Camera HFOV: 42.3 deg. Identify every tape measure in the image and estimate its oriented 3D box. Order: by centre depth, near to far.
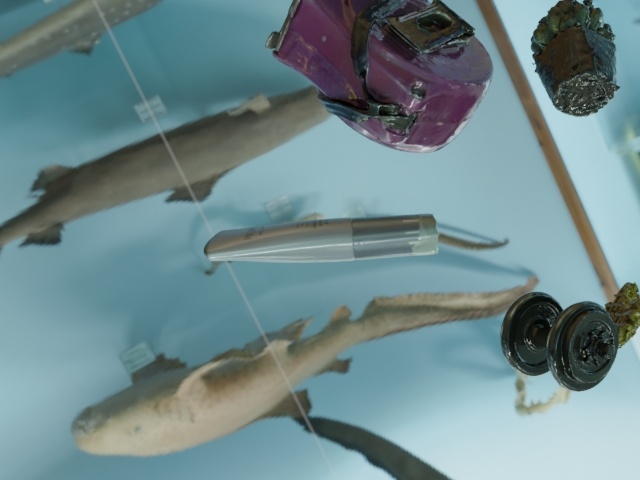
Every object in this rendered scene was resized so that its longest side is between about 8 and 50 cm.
[{"bbox_3d":[0.046,-0.112,0.527,0.125,0.118,0.074,-29,156,-46],"label":"tape measure"}]

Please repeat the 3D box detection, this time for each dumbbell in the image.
[{"bbox_3d":[0.503,0.211,1.752,0.192,0.192,0.290,-30,-162,-24],"label":"dumbbell"}]

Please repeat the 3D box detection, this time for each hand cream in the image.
[{"bbox_3d":[0.000,0.000,0.908,0.255,0.048,0.079,-2,-167,2],"label":"hand cream"}]

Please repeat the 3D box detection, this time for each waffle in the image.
[{"bbox_3d":[0.667,0.160,1.807,0.149,0.051,0.194,-56,178,26],"label":"waffle"}]

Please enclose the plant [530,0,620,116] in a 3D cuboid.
[{"bbox_3d":[0.292,-0.209,0.944,0.094,0.143,0.092,12,141,-15],"label":"plant"}]
